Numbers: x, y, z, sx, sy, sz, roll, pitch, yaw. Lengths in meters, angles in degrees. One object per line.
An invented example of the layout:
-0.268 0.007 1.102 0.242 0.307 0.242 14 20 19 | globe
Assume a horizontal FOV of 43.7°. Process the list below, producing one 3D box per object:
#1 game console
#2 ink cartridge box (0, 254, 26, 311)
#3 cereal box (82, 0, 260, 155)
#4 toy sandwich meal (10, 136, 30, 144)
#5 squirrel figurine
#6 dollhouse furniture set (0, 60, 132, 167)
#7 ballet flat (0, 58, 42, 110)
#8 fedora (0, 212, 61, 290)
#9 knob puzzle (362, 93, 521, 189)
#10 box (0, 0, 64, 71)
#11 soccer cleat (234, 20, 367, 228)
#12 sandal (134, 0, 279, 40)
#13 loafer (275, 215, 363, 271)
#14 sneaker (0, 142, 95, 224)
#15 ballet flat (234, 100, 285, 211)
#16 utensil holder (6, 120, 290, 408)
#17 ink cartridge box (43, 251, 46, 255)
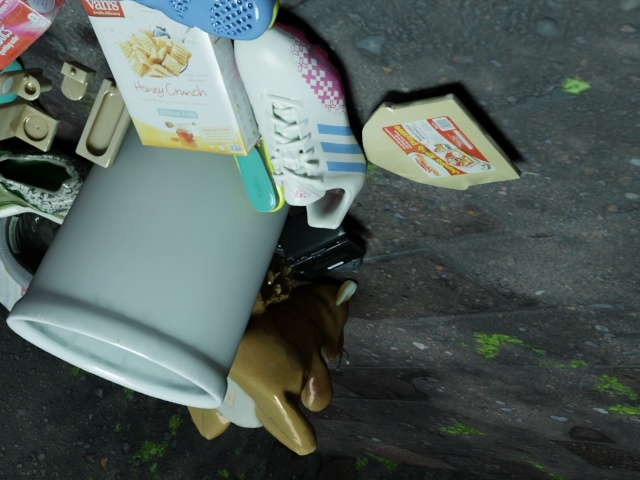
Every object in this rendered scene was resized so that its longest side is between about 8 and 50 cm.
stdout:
0.000 0.000 1.369 0.122 0.071 0.107 -25 148 24 | game console
-0.660 0.094 1.833 0.176 0.127 0.128 35 129 25 | ink cartridge box
-0.185 -0.219 0.993 0.173 0.047 0.240 8 137 26 | cereal box
-0.554 -0.202 1.458 0.085 0.029 0.085 20 169 4 | toy sandwich meal
-0.088 0.153 1.538 0.281 0.370 0.397 -11 110 42 | squirrel figurine
-0.350 -0.162 1.058 0.151 0.144 0.123 28 -163 0 | dollhouse furniture set
-0.512 -0.237 1.284 0.073 0.080 0.232 32 158 11 | ballet flat
-0.525 0.001 1.654 0.275 0.244 0.124 26 177 10 | fedora
0.140 -0.128 1.042 0.213 0.030 0.213 16 158 7 | knob puzzle
-0.395 -0.304 0.963 0.128 0.123 0.257 33 154 -29 | box
-0.022 -0.133 1.018 0.116 0.143 0.331 7 154 28 | soccer cleat
-0.195 -0.275 0.795 0.317 0.138 0.126 22 138 3 | sandal
-0.032 0.011 1.441 0.223 0.076 0.078 15 148 4 | loafer
-0.568 -0.128 1.461 0.410 0.158 0.182 6 164 12 | sneaker
-0.092 -0.151 1.099 0.077 0.077 0.231 -2 117 33 | ballet flat
-0.236 0.017 1.223 0.327 0.385 0.327 16 157 7 | utensil holder
-0.616 -0.021 1.781 0.231 0.134 0.078 18 157 4 | ink cartridge box
